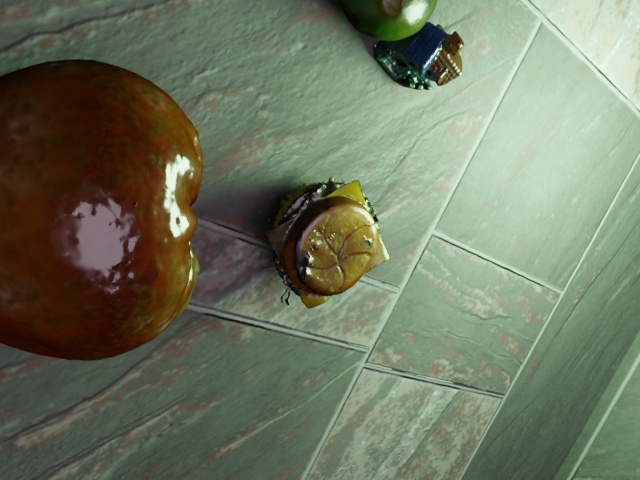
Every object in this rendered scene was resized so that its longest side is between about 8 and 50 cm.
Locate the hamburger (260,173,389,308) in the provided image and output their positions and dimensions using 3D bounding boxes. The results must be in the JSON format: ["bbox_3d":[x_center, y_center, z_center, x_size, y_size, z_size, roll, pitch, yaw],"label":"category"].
[{"bbox_3d":[0.000,0.000,1.156,0.262,0.139,0.243,-33,123,-17],"label":"hamburger"}]

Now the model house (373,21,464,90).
[{"bbox_3d":[0.208,-0.346,1.130,0.148,0.149,0.119,39,88,-36],"label":"model house"}]

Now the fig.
[{"bbox_3d":[0.120,-0.433,1.023,0.181,0.191,0.180,1,130,1],"label":"fig"}]

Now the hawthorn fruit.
[{"bbox_3d":[-0.349,-0.046,0.780,0.403,0.403,0.402,-14,118,-28],"label":"hawthorn fruit"}]

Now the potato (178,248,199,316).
[{"bbox_3d":[-0.278,0.070,1.016,0.137,0.137,0.175,35,88,-39],"label":"potato"}]
